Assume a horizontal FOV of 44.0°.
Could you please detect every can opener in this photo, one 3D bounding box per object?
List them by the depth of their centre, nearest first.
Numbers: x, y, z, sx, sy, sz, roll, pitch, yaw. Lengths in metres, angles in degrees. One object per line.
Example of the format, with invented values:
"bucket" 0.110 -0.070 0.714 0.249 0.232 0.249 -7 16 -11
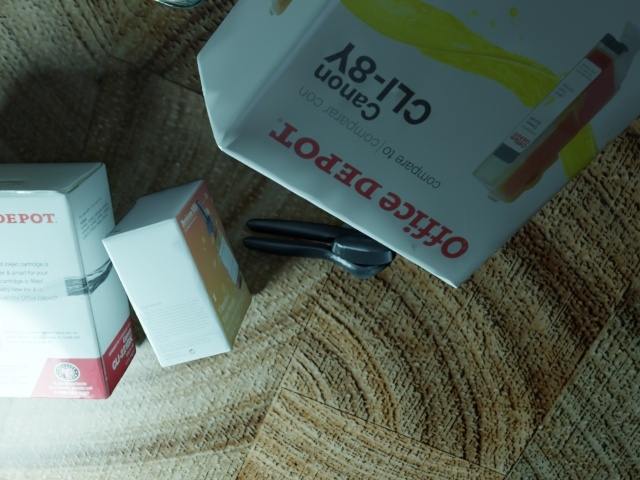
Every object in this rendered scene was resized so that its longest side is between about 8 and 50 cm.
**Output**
"can opener" 0.000 0.000 0.936 0.186 0.059 0.073 10 142 12

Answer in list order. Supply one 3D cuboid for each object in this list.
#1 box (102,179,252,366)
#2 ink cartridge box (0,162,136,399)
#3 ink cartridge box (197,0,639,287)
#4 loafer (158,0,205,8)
"box" -0.160 0.036 0.926 0.091 0.130 0.170 -15 112 13
"ink cartridge box" -0.351 0.047 0.961 0.197 0.114 0.273 0 115 7
"ink cartridge box" 0.126 -0.182 0.632 0.279 0.160 0.385 30 115 -31
"loafer" -0.241 -0.306 0.808 0.267 0.084 0.096 17 115 -1
